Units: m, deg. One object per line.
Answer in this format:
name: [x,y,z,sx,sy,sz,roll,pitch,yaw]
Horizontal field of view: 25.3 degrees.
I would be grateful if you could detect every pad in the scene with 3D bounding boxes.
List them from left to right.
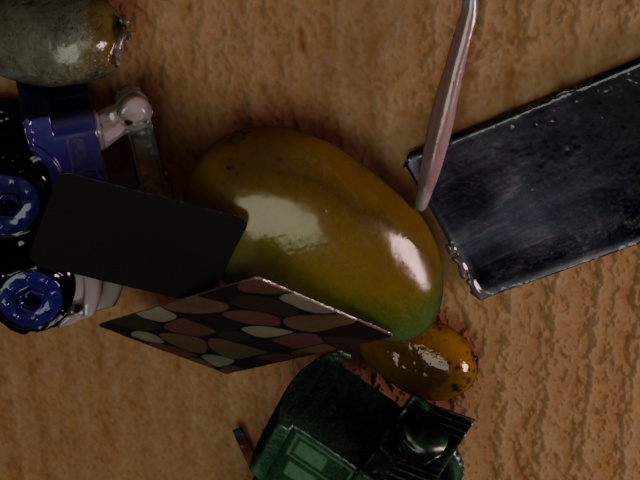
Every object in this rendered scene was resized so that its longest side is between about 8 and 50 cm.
pad: [-0.150,0.000,1.161,0.157,0.003,0.112,15,133,-17]
pad: [-0.071,0.079,1.259,0.158,0.003,0.235,25,152,-36]

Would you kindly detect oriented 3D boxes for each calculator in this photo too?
calculator: [0.216,-0.053,1.199,0.262,0.021,0.161,-20,114,22]

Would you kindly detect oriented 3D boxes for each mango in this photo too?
mango: [0.000,0.000,1.222,0.251,0.114,0.156,30,109,-7]
mango: [0.089,0.105,1.305,0.114,0.057,0.079,19,128,10]

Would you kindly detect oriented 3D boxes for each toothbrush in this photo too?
toothbrush: [0.116,-0.158,1.141,0.030,0.025,0.307,10,118,-3]

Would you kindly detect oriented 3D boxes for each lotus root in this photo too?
lotus root: [-0.234,-0.169,1.187,0.165,0.088,0.088,3,122,19]

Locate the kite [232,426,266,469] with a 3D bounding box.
kite: [0.002,0.283,1.456,0.152,0.015,0.285,-14,120,16]

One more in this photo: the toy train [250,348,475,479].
toy train: [0.010,0.248,1.336,0.178,0.138,0.330,34,133,7]

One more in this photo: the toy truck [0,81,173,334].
toy truck: [-0.215,-0.037,1.243,0.177,0.161,0.213,-12,121,-7]
